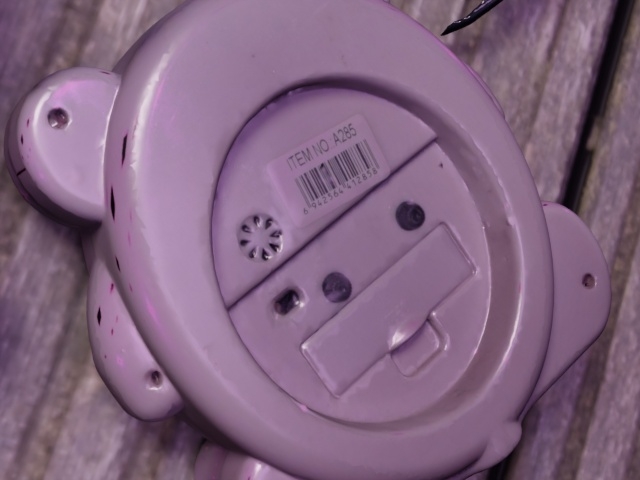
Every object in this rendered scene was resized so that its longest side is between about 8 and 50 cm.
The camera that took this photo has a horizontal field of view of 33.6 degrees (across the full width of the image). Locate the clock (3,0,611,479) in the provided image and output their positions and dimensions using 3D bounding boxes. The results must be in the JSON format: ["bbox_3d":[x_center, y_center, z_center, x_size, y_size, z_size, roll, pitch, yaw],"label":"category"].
[{"bbox_3d":[0.000,0.000,0.617,0.295,0.113,0.322,-40,104,-22],"label":"clock"}]

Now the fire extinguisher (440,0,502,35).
[{"bbox_3d":[0.115,-0.308,0.701,0.138,0.102,0.344,-1,89,6],"label":"fire extinguisher"}]
